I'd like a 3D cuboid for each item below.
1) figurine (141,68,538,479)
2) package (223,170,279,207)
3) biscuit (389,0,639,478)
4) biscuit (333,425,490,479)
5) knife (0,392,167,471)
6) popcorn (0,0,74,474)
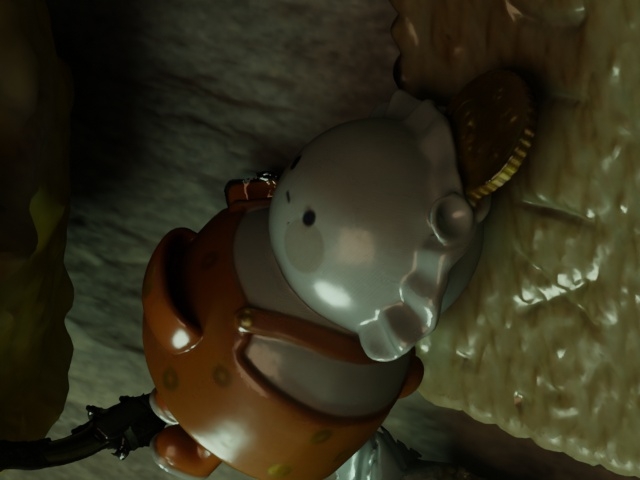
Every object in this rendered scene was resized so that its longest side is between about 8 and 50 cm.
[{"bbox_3d":[0.010,0.022,0.832,0.271,0.143,0.143,-33,95,23],"label":"figurine"},{"bbox_3d":[0.001,0.000,0.930,0.110,0.033,0.077,0,135,38],"label":"package"},{"bbox_3d":[0.114,-0.047,0.796,0.217,0.044,0.325,15,119,44],"label":"biscuit"},{"bbox_3d":[0.144,0.213,0.921,0.309,0.079,0.186,22,128,19],"label":"biscuit"},{"bbox_3d":[-0.097,0.094,0.931,0.045,0.222,0.021,51,118,24],"label":"knife"},{"bbox_3d":[-0.294,-0.019,0.874,0.390,0.354,0.344,100,160,-67],"label":"popcorn"}]
